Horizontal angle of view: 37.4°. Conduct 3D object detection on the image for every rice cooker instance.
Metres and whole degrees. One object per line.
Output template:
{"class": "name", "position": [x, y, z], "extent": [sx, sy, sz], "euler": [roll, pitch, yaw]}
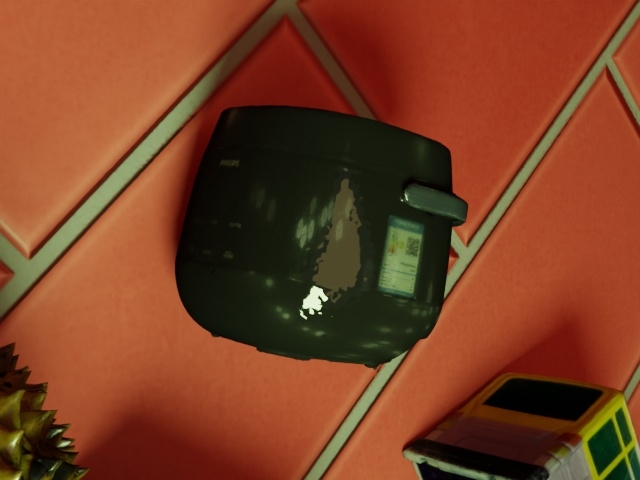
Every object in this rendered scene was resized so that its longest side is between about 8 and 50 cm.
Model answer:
{"class": "rice cooker", "position": [0.000, 0.000, 0.903], "extent": [0.267, 0.267, 0.224], "euler": [12, 86, -37]}

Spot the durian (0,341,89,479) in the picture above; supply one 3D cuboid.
{"class": "durian", "position": [-0.294, 0.224, 0.612], "extent": [0.347, 0.347, 0.384], "euler": [-19, 83, -36]}

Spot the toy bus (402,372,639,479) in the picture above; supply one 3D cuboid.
{"class": "toy bus", "position": [0.303, 0.404, 1.178], "extent": [0.249, 0.209, 0.440], "euler": [-32, 109, -34]}
